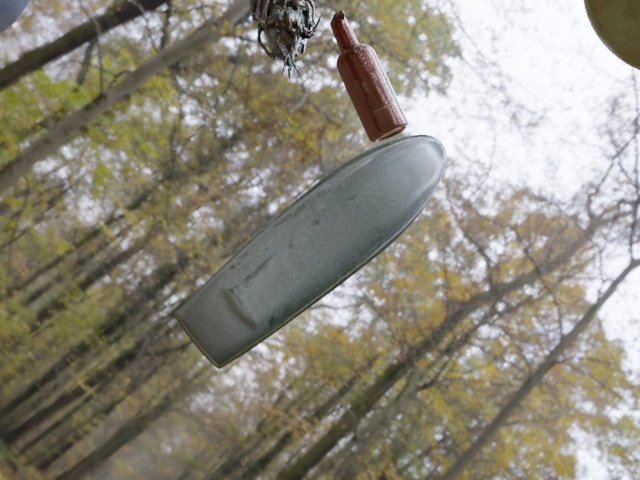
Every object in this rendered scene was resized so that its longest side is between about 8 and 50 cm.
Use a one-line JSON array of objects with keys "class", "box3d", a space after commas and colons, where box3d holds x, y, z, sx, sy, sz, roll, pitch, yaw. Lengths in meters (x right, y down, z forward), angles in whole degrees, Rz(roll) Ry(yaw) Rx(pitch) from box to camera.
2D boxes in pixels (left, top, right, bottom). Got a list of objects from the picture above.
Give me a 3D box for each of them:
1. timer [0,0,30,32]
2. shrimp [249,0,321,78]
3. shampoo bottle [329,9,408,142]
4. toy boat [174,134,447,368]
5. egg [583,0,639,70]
[{"class": "timer", "box3d": [-0.483, -0.475, 1.238, 0.173, 0.395, 0.395, 26, -5, -37]}, {"class": "shrimp", "box3d": [-0.096, -0.485, 1.771, 0.372, 0.172, 0.137, -100, -149, -50]}, {"class": "shampoo bottle", "box3d": [0.080, -0.305, 1.537, 0.244, 0.085, 0.085, 65, -22, 3]}, {"class": "toy boat", "box3d": [0.000, 0.000, 0.672, 0.078, 0.260, 0.085, 51, -8, -2]}, {"class": "egg", "box3d": [0.405, -0.323, 0.899, 0.218, 0.295, 0.218, 15, -8, 2]}]
